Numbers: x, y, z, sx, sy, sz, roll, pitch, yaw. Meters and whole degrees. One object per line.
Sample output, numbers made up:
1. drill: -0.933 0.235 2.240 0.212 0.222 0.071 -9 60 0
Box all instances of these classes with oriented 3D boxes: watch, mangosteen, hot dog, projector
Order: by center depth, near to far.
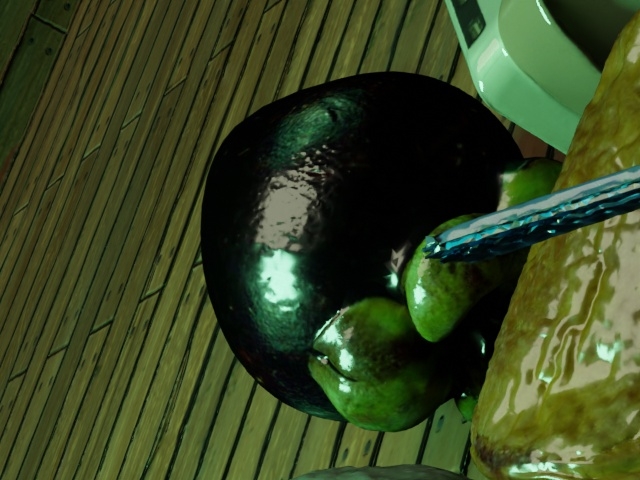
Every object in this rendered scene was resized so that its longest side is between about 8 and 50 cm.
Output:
1. watch: 0.216 0.011 0.679 0.274 0.276 0.068 -49 -8 33
2. hot dog: 0.170 0.019 0.921 0.196 0.122 0.272 3 70 50
3. projector: 0.179 -0.149 1.112 0.177 0.163 0.242 -55 17 21
4. mangosteen: 0.045 0.009 1.176 0.243 0.243 0.243 -50 23 30

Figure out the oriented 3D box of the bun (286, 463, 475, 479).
1. bun: 0.000 0.270 0.925 0.362 0.211 0.362 -46 28 33
